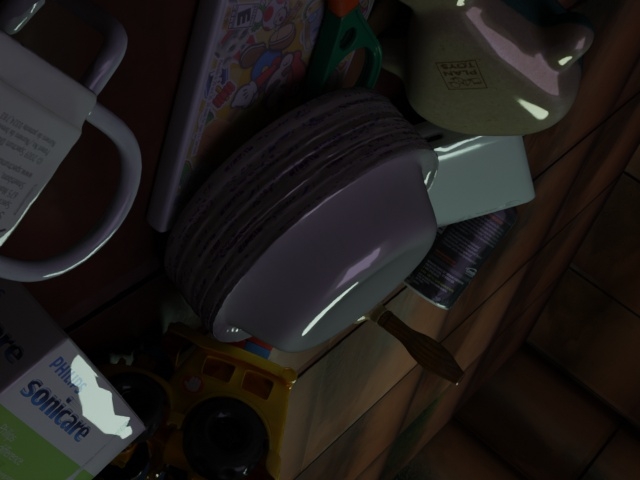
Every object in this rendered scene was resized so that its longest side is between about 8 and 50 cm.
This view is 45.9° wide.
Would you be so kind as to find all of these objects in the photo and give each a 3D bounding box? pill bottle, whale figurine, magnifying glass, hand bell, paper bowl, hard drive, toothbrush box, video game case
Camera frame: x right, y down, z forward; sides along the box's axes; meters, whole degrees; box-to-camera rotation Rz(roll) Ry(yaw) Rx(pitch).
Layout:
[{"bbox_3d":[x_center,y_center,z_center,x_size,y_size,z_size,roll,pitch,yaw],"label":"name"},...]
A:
[{"bbox_3d":[0.227,-0.021,1.216,0.246,0.130,0.130,-54,157,9],"label":"pill bottle"},{"bbox_3d":[0.151,-0.209,0.721,0.272,0.216,0.141,38,62,-53],"label":"whale figurine"},{"bbox_3d":[0.019,-0.188,0.666,0.092,0.026,0.231,-42,158,-20],"label":"magnifying glass"},{"bbox_3d":[0.097,0.114,1.036,0.126,0.242,0.126,-41,156,-23],"label":"hand bell"},{"bbox_3d":[0.000,0.000,0.749,0.284,0.148,0.284,-36,165,-11],"label":"paper bowl"},{"bbox_3d":[0.171,-0.085,1.002,0.202,0.040,0.307,-16,162,15],"label":"hard drive"},{"bbox_3d":[-0.295,0.171,0.558,0.283,0.122,0.206,-42,155,-18],"label":"toothbrush box"},{"bbox_3d":[-0.051,-0.125,0.689,0.206,0.026,0.227,-24,145,-48],"label":"video game case"}]

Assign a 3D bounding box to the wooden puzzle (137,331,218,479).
[{"bbox_3d":[-0.191,0.294,0.982,0.322,0.080,0.348,-38,153,-28],"label":"wooden puzzle"}]

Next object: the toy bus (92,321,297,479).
[{"bbox_3d":[-0.135,0.160,0.799,0.149,0.220,0.212,118,-8,-48],"label":"toy bus"}]

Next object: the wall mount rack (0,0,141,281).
[{"bbox_3d":[-0.251,-0.038,0.341,0.304,0.130,0.350,-55,157,-1],"label":"wall mount rack"}]
